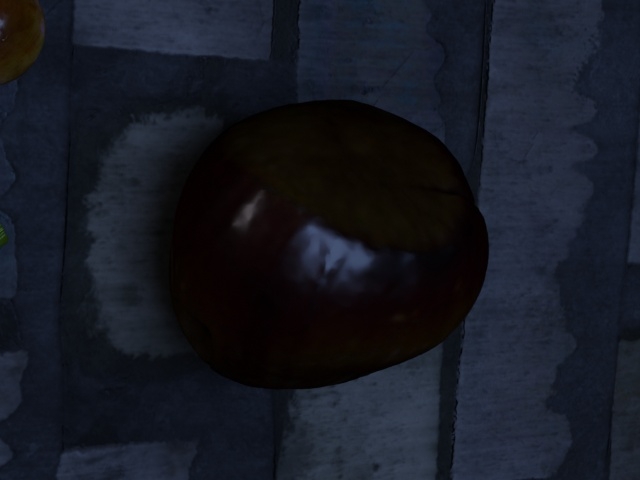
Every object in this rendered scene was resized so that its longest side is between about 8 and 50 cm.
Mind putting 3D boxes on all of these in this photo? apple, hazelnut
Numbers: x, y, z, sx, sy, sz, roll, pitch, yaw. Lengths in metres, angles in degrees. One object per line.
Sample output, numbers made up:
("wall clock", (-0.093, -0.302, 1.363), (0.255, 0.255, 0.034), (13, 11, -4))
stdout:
("apple", (-0.404, -0.254, 1.662), (0.146, 0.146, 0.146), (-5, 100, -31))
("hazelnut", (0.000, 0.000, 1.835), (0.429, 0.402, 0.402), (-16, 106, -33))

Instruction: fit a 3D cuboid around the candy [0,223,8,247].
("candy", (-0.488, -0.058, 1.687), (0.149, 0.069, 0.246), (-36, 113, -20))
